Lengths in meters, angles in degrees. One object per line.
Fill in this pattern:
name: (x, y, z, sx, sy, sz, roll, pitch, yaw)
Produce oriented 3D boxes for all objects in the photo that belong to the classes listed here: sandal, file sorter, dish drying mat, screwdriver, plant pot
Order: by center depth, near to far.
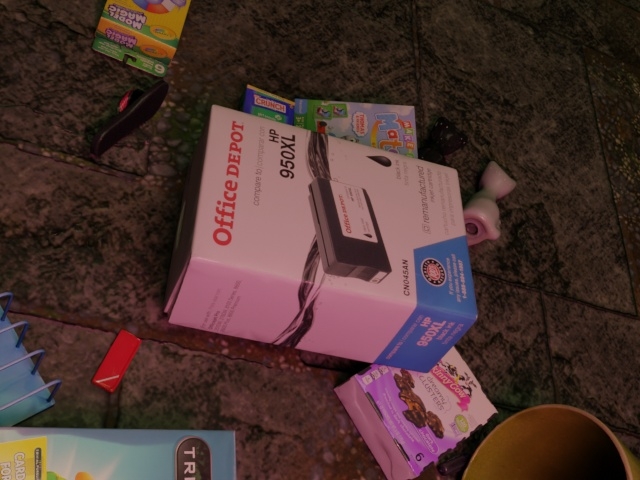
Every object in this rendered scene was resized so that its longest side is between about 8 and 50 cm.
file sorter: (-0.390, 0.129, 0.882, 0.118, 0.104, 0.170, -26, 77, -39)
dish drying mat: (-0.264, 0.156, 1.002, 0.032, 0.008, 0.083, 31, 52, -10)
plant pot: (0.392, 0.419, 1.094, 0.294, 0.275, 0.274, 35, 49, -29)
sandal: (-0.292, -0.195, 1.159, 0.040, 0.067, 0.179, 35, 53, 7)
screwdriver: (0.242, 0.332, 1.196, 0.170, 0.025, 0.024, -7, 66, -43)

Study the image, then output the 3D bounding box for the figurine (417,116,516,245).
figurine: (0.263, -0.116, 1.427, 0.215, 0.092, 0.209, 41, 46, -4)

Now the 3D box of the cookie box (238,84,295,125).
cookie box: (-0.093, -0.196, 1.288, 0.092, 0.040, 0.107, 17, 55, -20)

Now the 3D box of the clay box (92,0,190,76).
clay box: (-0.287, -0.382, 1.276, 0.128, 0.053, 0.222, 19, 54, -19)

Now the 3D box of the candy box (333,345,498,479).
candy box: (0.145, 0.241, 1.152, 0.196, 0.070, 0.164, -24, 76, -38)

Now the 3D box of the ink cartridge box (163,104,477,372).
ink cartridge box: (0.000, 0.000, 1.104, 0.395, 0.166, 0.285, 13, 50, -15)

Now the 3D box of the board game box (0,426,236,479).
board game box: (-0.251, 0.324, 0.789, 0.336, 0.079, 0.253, 8, 65, -28)

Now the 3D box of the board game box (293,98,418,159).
board game box: (0.058, -0.165, 1.315, 0.212, 0.039, 0.160, 3, 59, -5)
